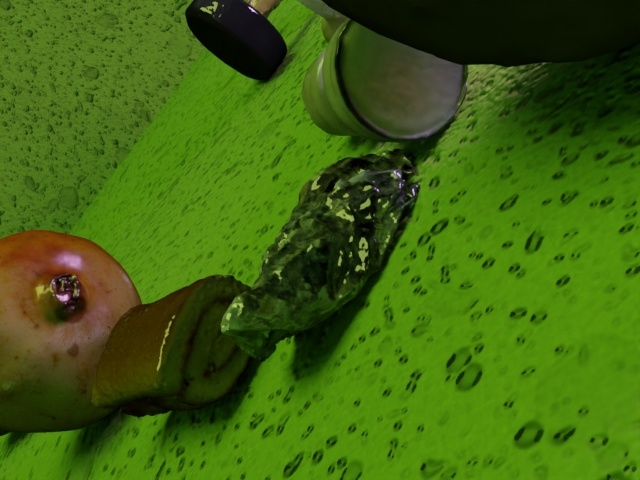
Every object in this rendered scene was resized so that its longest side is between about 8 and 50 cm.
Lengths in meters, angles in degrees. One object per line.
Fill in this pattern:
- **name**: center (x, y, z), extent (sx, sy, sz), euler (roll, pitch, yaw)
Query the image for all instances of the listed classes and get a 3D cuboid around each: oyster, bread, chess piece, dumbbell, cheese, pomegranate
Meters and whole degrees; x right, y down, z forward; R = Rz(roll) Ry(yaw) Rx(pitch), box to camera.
- **oyster**: center (0.002, 0.003, 0.733), extent (0.252, 0.087, 0.199), euler (-43, 18, -13)
- **bread**: center (-0.142, 0.110, 0.791), extent (0.172, 0.103, 0.132), euler (-26, 38, 51)
- **chess piece**: center (0.042, -0.162, 0.842), extent (0.133, 0.133, 0.243), euler (-54, 15, -7)
- **dumbbell**: center (-0.093, -0.497, 1.586), extent (0.322, 0.204, 0.204), euler (-54, 20, -8)
- **cheese**: center (0.028, -0.246, 0.896), extent (0.127, 0.235, 0.049), euler (10, 84, 42)
- **pomegranate**: center (-0.342, 0.114, 1.001), extent (0.264, 0.264, 0.264), euler (-43, 21, 22)

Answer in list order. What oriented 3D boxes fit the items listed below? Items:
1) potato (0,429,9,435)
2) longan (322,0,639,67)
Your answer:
- **potato**: center (-0.528, 0.229, 1.340), extent (0.262, 0.165, 0.165), euler (-34, 26, 44)
- **longan**: center (0.133, -0.313, 0.509), extent (0.436, 0.404, 0.404), euler (-34, 25, 25)
